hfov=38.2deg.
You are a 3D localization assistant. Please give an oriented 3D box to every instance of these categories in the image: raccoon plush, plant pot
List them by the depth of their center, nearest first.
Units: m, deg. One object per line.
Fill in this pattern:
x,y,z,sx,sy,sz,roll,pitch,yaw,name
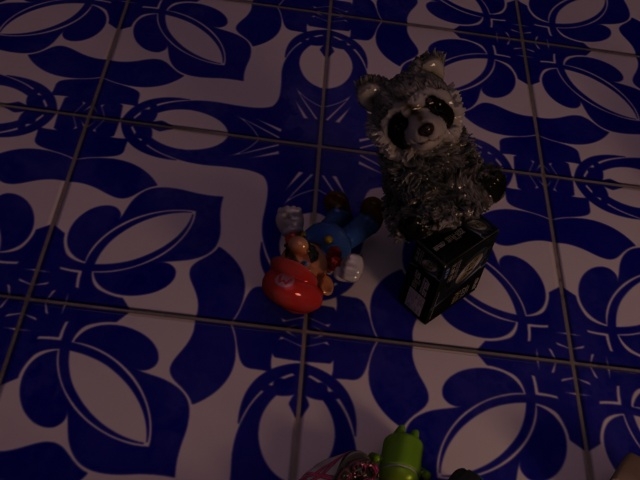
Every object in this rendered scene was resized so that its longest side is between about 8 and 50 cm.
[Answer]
0.510,0.410,1.489,0.109,0.109,0.096,26,37,13,plant pot
0.141,-0.171,1.684,0.216,0.446,0.299,-28,101,-17,raccoon plush

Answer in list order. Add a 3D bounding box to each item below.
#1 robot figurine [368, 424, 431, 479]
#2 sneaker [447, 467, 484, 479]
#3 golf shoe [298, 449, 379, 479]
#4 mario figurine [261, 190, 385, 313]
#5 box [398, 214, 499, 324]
0.130,0.357,1.490,0.101,0.067,0.115,20,48,-8,robot figurine
0.277,0.490,1.355,0.140,0.125,0.341,-34,42,-20,sneaker
-0.001,0.391,1.452,0.186,0.067,0.086,-23,16,-16,golf shoe
0.000,0.000,1.706,0.170,0.198,0.320,50,45,-10,mario figurine
0.234,0.047,1.708,0.147,0.180,0.077,-30,60,-31,box
